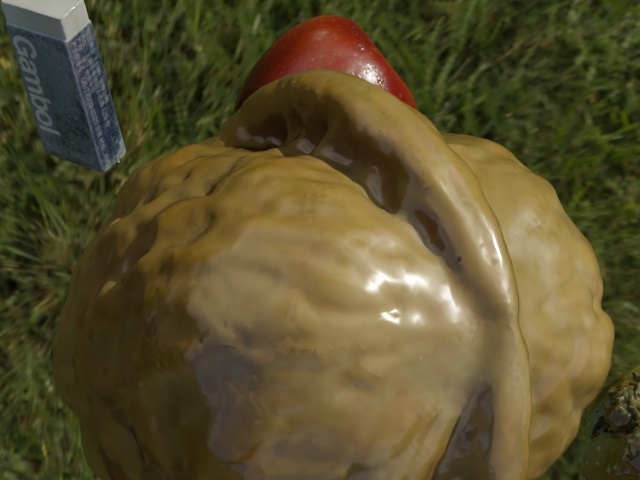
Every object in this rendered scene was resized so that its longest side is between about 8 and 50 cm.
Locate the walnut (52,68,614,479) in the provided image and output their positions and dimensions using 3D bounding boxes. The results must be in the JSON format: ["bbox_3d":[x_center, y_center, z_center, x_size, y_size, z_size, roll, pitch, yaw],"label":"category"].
[{"bbox_3d":[0.006,0.048,0.691,0.225,0.257,0.257,-12,91,-31],"label":"walnut"}]

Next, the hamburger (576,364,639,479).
[{"bbox_3d":[0.322,0.204,1.384,0.215,0.189,0.122,33,45,-15],"label":"hamburger"}]

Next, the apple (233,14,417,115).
[{"bbox_3d":[0.003,-0.121,1.510,0.168,0.181,0.181,-29,93,6],"label":"apple"}]

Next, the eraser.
[{"bbox_3d":[-0.279,-0.174,1.699,0.092,0.212,0.046,19,50,28],"label":"eraser"}]
